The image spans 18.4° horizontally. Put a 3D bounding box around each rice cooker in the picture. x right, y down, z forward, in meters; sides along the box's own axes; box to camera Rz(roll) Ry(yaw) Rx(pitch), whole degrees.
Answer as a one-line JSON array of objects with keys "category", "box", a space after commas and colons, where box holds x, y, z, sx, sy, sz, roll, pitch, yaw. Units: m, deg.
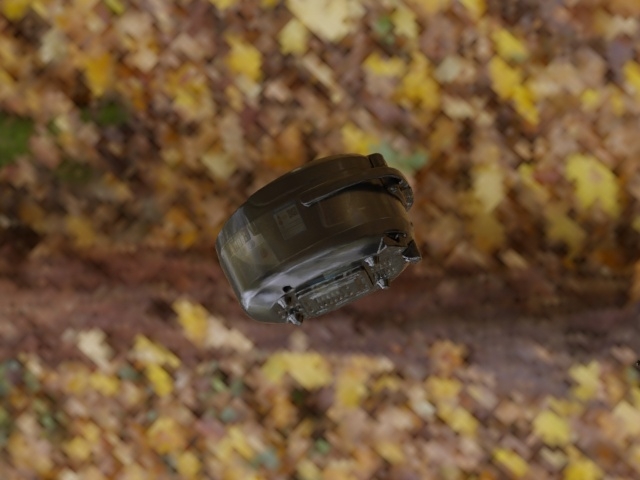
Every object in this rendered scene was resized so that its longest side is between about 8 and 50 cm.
[{"category": "rice cooker", "box": [0.000, 0.000, 1.578, 0.112, 0.165, 0.106, 55, -164, -65]}]

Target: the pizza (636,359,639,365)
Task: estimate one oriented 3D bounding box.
[{"category": "pizza", "box": [0.279, 0.096, 1.178, 0.069, 0.147, 0.226, 17, 135, 59]}]
